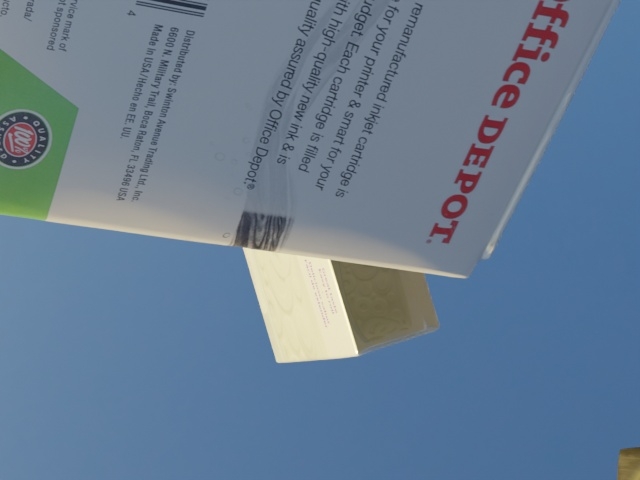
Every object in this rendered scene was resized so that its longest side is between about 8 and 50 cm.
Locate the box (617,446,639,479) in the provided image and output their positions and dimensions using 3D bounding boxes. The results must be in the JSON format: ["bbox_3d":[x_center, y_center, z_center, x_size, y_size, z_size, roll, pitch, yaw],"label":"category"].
[{"bbox_3d":[0.448,0.224,1.153,0.318,0.395,0.097,-8,-115,40],"label":"box"}]

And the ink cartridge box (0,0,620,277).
[{"bbox_3d":[-0.030,-0.104,0.695,0.272,0.198,0.115,8,-141,-20],"label":"ink cartridge box"}]

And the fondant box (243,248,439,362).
[{"bbox_3d":[0.000,0.000,1.674,0.096,0.238,0.330,-16,179,-17],"label":"fondant box"}]
